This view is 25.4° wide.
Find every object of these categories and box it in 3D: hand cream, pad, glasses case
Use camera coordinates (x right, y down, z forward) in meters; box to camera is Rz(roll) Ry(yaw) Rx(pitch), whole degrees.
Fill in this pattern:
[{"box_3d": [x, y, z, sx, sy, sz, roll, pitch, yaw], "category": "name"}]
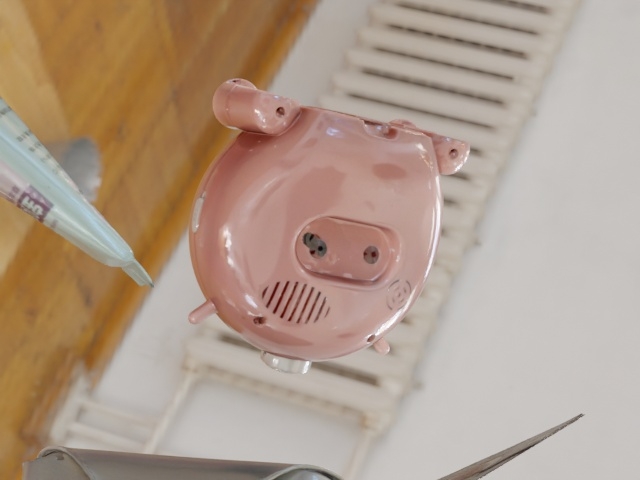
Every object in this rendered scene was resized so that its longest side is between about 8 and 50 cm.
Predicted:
[{"box_3d": [-0.218, -0.087, 0.811, 0.058, 0.331, 0.085, -51, -172, -12], "category": "hand cream"}, {"box_3d": [0.046, 0.183, 0.959, 0.170, 0.245, 0.006, -20, 80, -47], "category": "pad"}, {"box_3d": [-0.129, 0.243, 1.205, 0.083, 0.308, 0.128, 79, 18, -46], "category": "glasses case"}]

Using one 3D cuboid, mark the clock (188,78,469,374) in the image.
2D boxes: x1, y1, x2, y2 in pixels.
[{"box_3d": [0.000, 0.000, 1.240, 0.142, 0.227, 0.241, 26, -77, 64], "category": "clock"}]
